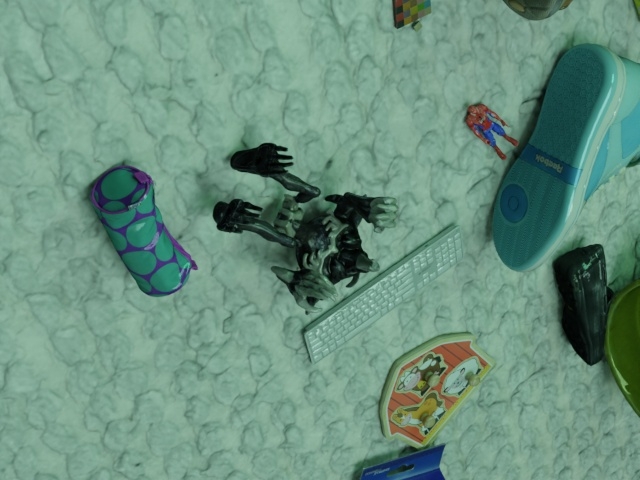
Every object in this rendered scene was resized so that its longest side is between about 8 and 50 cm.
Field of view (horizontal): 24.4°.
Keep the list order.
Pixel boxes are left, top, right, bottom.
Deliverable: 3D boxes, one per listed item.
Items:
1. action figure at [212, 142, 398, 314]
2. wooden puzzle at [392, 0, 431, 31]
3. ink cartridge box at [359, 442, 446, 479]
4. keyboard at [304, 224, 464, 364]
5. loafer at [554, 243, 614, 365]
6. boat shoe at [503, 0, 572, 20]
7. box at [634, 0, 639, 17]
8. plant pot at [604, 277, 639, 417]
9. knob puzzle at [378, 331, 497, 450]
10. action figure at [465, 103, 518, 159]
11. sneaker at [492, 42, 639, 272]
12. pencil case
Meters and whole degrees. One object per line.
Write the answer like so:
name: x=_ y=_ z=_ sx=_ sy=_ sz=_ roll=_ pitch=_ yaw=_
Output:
action figure: x=0.000 y=0.000 z=1.694 sx=0.276 sy=0.141 sz=0.164 roll=33 pitch=85 yaw=-48
wooden puzzle: x=0.103 y=-0.269 z=1.671 sx=0.049 sy=0.006 sz=0.083 roll=-29 pitch=136 yaw=-22
ink cartridge box: x=0.099 y=0.459 z=2.199 sx=0.165 sy=0.065 sz=0.332 roll=-11 pitch=130 yaw=-35
keyboard: x=0.085 y=0.070 z=1.922 sx=0.256 sy=0.014 sz=0.072 roll=-34 pitch=138 yaw=-16
loafer: x=0.397 y=0.097 z=2.173 sx=0.078 sy=0.076 sz=0.223 roll=-27 pitch=133 yaw=-12
boat shoe: x=0.288 y=-0.405 z=1.654 sx=0.116 sy=0.123 sz=0.324 roll=-20 pitch=140 yaw=-39
box: x=0.432 y=-0.321 z=1.846 sx=0.043 sy=0.105 sz=0.179 roll=-50 pitch=141 yaw=-10
plant pot: x=0.691 y=0.122 z=2.281 sx=0.353 sy=0.366 sz=0.366 roll=-36 pitch=140 yaw=-32
knob puzzle: x=0.158 y=0.210 z=2.087 sx=0.213 sy=0.030 sz=0.213 roll=-23 pitch=135 yaw=-26
action figure: x=0.213 y=-0.140 z=1.858 sx=0.038 sy=0.030 sz=0.115 roll=-46 pitch=139 yaw=6
sneaker: x=0.364 y=-0.096 z=1.953 sx=0.208 sy=0.127 sz=0.319 roll=2 pitch=120 yaw=-41
pencil case: x=-0.187 y=-0.008 z=1.575 sx=0.070 sy=0.064 sz=0.151 roll=-24 pitch=138 yaw=-3
